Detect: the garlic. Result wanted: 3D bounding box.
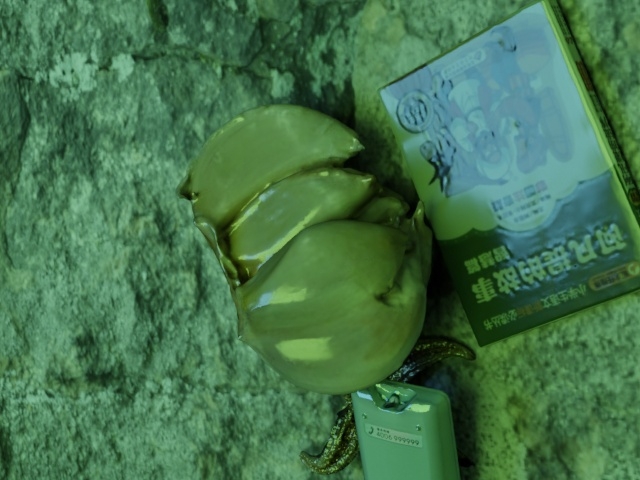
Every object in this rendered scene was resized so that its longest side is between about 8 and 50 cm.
[{"bbox_3d":[0.008,0.011,1.243,0.203,0.185,0.281,-30,54,8],"label":"garlic"}]

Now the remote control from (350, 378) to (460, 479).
[{"bbox_3d":[0.087,0.265,1.270,0.103,0.051,0.293,8,119,31],"label":"remote control"}]

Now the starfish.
[{"bbox_3d":[0.054,0.158,1.309,0.238,0.057,0.213,40,112,17],"label":"starfish"}]

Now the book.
[{"bbox_3d":[0.175,-0.056,1.181,0.202,0.027,0.264,-25,84,39],"label":"book"}]
